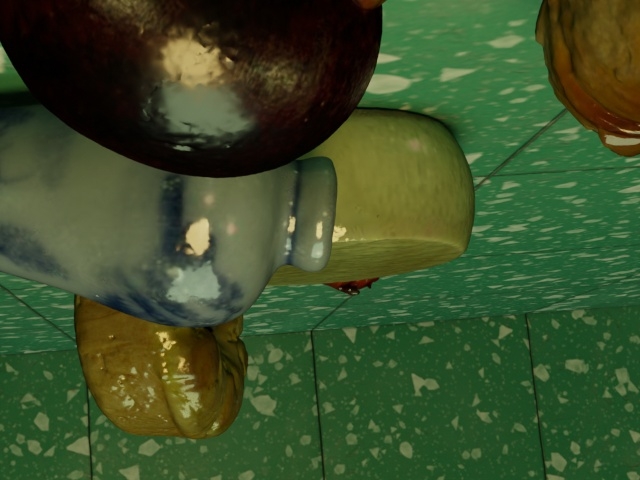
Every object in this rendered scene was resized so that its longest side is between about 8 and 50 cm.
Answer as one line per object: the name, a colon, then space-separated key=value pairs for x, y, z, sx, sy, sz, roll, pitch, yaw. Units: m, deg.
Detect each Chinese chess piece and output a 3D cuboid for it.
Chinese chess piece: x=-0.006 y=-0.024 z=0.781 sx=0.237 sy=0.092 sz=0.238 roll=-5 pitch=172 yaw=-1

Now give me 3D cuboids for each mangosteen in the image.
mangosteen: x=-0.034 y=-0.089 z=0.345 sx=0.140 sy=0.140 sz=0.140 roll=-5 pitch=171 yaw=-1

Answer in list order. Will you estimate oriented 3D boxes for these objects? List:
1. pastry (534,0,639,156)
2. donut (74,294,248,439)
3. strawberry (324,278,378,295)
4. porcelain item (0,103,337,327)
pastry: x=0.203 y=-0.097 z=0.433 sx=0.218 sy=0.100 sz=0.229 roll=-4 pitch=172 yaw=-7
donut: x=-0.146 y=0.088 z=1.034 sx=0.128 sy=0.208 sz=0.261 roll=-5 pitch=166 yaw=5
strawberry: x=0.000 y=0.000 z=1.012 sx=0.121 sy=0.082 sz=0.188 roll=13 pitch=-176 yaw=13
porcelain item: x=-0.121 y=-0.026 z=0.610 sx=0.259 sy=0.141 sz=0.141 roll=6 pitch=170 yaw=-3
